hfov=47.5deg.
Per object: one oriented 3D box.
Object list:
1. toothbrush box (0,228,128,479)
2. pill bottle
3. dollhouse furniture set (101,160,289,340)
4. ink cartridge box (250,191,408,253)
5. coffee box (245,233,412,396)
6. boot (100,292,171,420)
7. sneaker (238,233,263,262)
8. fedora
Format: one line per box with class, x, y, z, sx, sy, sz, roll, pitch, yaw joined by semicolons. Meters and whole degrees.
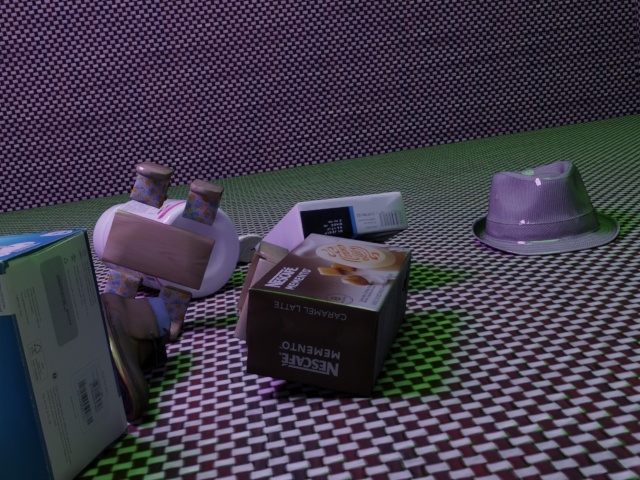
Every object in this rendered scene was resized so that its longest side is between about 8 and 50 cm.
toothbrush box;-0.361;0.115;0.701;0.296;0.216;0.126;-5;12;18
pill bottle;-0.282;0.005;1.278;0.160;0.160;0.283;-17;16;-37
dollhouse furniture set;-0.171;0.034;0.976;0.242;0.212;0.161;18;9;-7
ink cartridge box;0.000;0.000;1.176;0.166;0.065;0.333;-8;-9;-18
coffee box;0.018;0.074;0.849;0.141;0.098;0.246;8;16;14
boot;-0.208;0.120;0.841;0.106;0.082;0.219;-4;30;-31
sneaker;-0.186;0.018;1.394;0.152;0.058;0.085;-25;28;-35
fedora;0.384;-0.070;1.270;0.244;0.124;0.275;-7;12;6
